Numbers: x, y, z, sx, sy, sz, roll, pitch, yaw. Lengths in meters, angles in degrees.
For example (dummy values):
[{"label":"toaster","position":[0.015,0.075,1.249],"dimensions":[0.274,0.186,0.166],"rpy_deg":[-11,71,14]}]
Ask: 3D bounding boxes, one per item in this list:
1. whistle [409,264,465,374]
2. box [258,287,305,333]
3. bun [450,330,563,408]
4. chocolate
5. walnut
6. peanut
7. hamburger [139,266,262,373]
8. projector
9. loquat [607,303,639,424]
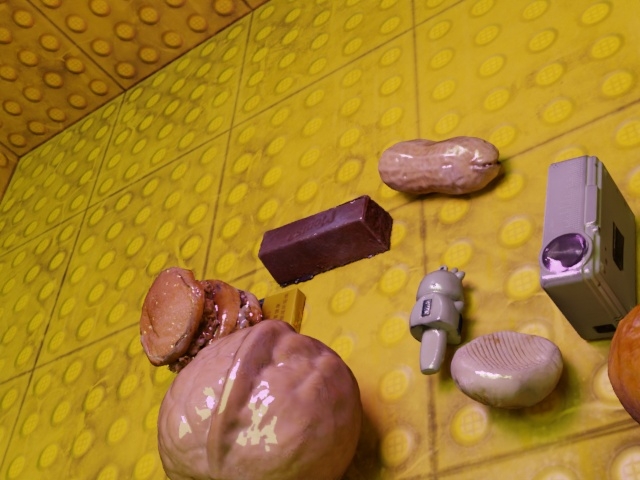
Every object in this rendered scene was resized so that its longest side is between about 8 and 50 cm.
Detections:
[{"label":"whistle","position":[0.220,0.144,1.543],"dimensions":[0.110,0.092,0.244],"rpy_deg":[-17,43,32]},{"label":"box","position":[-0.162,0.211,1.905],"dimensions":[0.279,0.041,0.153],"rpy_deg":[-18,46,33]},{"label":"bun","position":[0.312,0.224,1.365],"dimensions":[0.183,0.102,0.183],"rpy_deg":[-10,19,3]},{"label":"chocolate","position":[0.000,0.000,1.885],"dimensions":[0.321,0.112,0.112],"rpy_deg":[-19,41,31]},{"label":"walnut","position":[-0.101,0.317,1.474],"dimensions":[0.381,0.381,0.381],"rpy_deg":[-27,40,25]},{"label":"peanut","position":[0.255,-0.160,1.780],"dimensions":[0.290,0.130,0.130],"rpy_deg":[4,58,44]},{"label":"hamburger","position":[-0.263,0.186,1.817],"dimensions":[0.261,0.211,0.245],"rpy_deg":[-25,50,35]},{"label":"projector","position":[0.447,0.009,1.361],"dimensions":[0.099,0.192,0.256],"rpy_deg":[-15,46,37]},{"label":"loquat","position":[0.511,0.168,1.143],"dimensions":[0.238,0.193,0.238],"rpy_deg":[-20,44,21]}]
